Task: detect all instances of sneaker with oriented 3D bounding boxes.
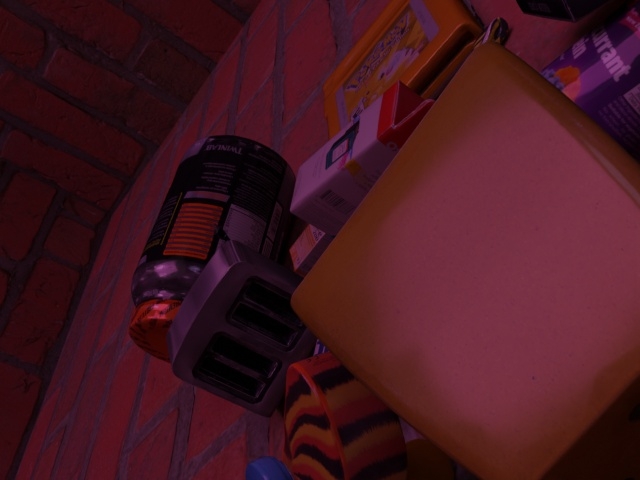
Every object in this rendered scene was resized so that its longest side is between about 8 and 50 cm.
[{"bbox_3d":[0.203,-0.234,0.804,0.083,0.031,0.035,-57,10,-3],"label":"sneaker"}]

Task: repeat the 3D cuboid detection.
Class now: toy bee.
[{"bbox_3d":[0.025,0.227,0.508,0.195,0.298,0.162,-29,52,-12],"label":"toy bee"}]

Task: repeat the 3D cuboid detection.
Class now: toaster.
[{"bbox_3d":[-0.091,0.102,0.805,0.168,0.186,0.110,-58,19,3],"label":"toaster"}]

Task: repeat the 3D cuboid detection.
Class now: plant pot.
[{"bbox_3d":[0.148,0.045,0.393,0.212,0.212,0.187,-54,37,14],"label":"plant pot"}]

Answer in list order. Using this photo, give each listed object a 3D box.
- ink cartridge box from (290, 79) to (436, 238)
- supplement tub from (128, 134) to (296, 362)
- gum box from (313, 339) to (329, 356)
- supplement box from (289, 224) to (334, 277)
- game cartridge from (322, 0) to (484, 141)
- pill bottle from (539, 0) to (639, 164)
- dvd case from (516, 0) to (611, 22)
[{"bbox_3d":[0.087,-0.079,0.719,0.231,0.134,0.078,-35,33,43],"label":"ink cartridge box"},{"bbox_3d":[-0.166,0.017,1.021,0.207,0.207,0.338,-32,35,47],"label":"supplement tub"},{"bbox_3d":[0.067,0.109,0.631,0.188,0.062,0.107,-29,38,50],"label":"gum box"},{"bbox_3d":[0.000,0.000,0.923,0.098,0.036,0.062,-52,25,18],"label":"supplement box"},{"bbox_3d":[0.106,-0.271,1.006,0.285,0.053,0.323,-47,28,27],"label":"game cartridge"},{"bbox_3d":[0.252,-0.129,0.480,0.193,0.108,0.108,-40,31,38],"label":"pill bottle"},{"bbox_3d":[0.262,-0.245,0.538,0.179,0.029,0.238,-29,15,18],"label":"dvd case"}]
